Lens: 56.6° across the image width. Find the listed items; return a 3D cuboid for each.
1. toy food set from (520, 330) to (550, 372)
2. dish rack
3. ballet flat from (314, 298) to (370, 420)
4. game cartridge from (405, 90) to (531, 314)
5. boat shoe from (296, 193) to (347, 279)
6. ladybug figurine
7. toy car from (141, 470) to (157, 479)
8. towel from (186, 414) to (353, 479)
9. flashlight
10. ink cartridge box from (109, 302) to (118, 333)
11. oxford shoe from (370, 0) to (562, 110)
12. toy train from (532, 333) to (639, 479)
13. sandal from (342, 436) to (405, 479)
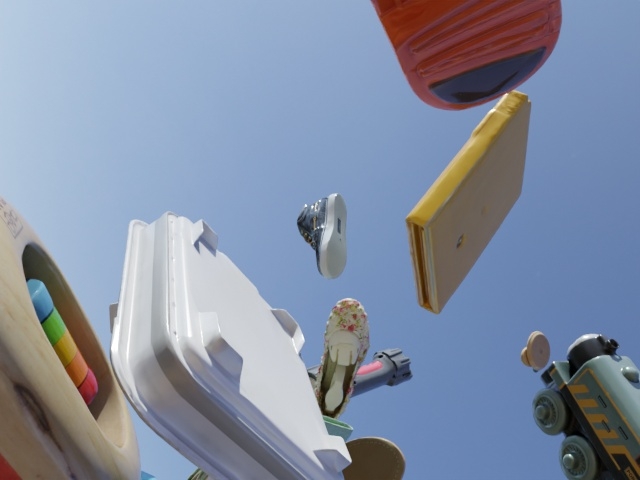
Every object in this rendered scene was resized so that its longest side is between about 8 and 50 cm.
[{"bbox_3d":[0.449,0.230,1.233,0.020,0.083,0.083,-9,-126,52],"label":"toy food set"},{"bbox_3d":[-0.080,0.110,0.605,0.285,0.072,0.333,50,4,-28],"label":"dish rack"},{"bbox_3d":[0.039,0.225,1.073,0.077,0.091,0.240,-79,177,-71],"label":"ballet flat"},{"bbox_3d":[0.263,-0.063,1.033,0.053,0.323,0.285,27,-25,28],"label":"game cartridge"},{"bbox_3d":[0.000,0.000,1.089,0.083,0.183,0.065,-17,-43,28],"label":"boat shoe"},{"bbox_3d":[-0.348,0.138,0.653,0.305,0.162,0.449,-141,-150,-68],"label":"ladybug figurine"},{"bbox_3d":[-0.424,0.478,0.976,0.210,0.219,0.238,-46,-159,20],"label":"toy car"},{"bbox_3d":[-0.116,0.370,0.832,0.038,0.248,0.324,35,-90,44],"label":"towel"},{"bbox_3d":[0.087,0.326,1.442,0.103,0.304,0.103,-2,-85,48],"label":"flashlight"},{"bbox_3d":[-0.340,0.158,1.222,0.109,0.150,0.063,-14,-107,18],"label":"ink cartridge box"},{"bbox_3d":[0.035,-0.208,0.290,0.363,0.130,0.132,47,25,-62],"label":"oxford shoe"},{"bbox_3d":[0.457,0.302,0.899,0.333,0.142,0.190,-107,-149,-47],"label":"toy train"},{"bbox_3d":[0.022,0.332,0.756,0.240,0.079,0.088,-45,-122,11],"label":"sandal"}]
